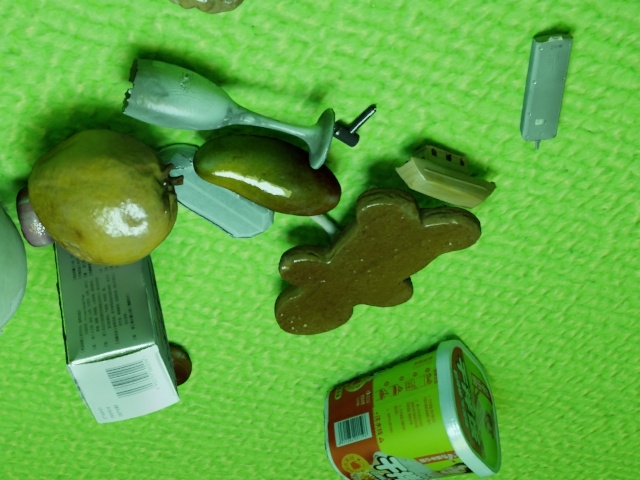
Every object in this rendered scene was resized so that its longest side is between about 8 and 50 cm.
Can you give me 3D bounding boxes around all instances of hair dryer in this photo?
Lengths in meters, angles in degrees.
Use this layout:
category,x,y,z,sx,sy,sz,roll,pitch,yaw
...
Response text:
category,x,y,z,sx,sy,sz,roll,pitch,yaw
hair dryer,0.059,-0.188,1.817,0.047,0.026,0.083,26,126,-37

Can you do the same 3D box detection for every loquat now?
category,x,y,z,sx,sy,sz,roll,pitch,yaw
loquat,-0.334,-0.063,1.748,0.238,0.193,0.238,7,132,8

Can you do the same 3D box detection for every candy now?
category,x,y,z,sx,sy,sz,roll,pitch,yaw
candy,-0.458,-0.040,1.832,0.043,0.103,0.103,-11,141,2

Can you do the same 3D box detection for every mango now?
category,x,y,z,sx,sy,sz,roll,pitch,yaw
mango,-0.076,-0.104,1.805,0.268,0.133,0.111,15,122,-29

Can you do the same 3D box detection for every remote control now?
category,x,y,z,sx,sy,sz,roll,pitch,yaw
remote control,-0.177,-0.077,1.884,0.104,0.052,0.247,-35,131,29

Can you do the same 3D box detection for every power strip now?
category,x,y,z,sx,sy,sz,roll,pitch,yaw
power strip,0.360,-0.237,1.813,0.060,0.027,0.252,-8,141,-4

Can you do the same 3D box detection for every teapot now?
category,x,y,z,sx,sy,sz,roll,pitch,yaw
teapot,-0.306,0.255,2.241,0.098,0.078,0.129,-14,141,5

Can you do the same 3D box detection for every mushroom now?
category,x,y,z,sx,sy,sz,roll,pitch,yaw
mushroom,0.000,-0.003,2.025,0.068,0.043,0.306,-2,146,21

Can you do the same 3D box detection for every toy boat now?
category,x,y,z,sx,sy,sz,roll,pitch,yaw
toy boat,0.215,-0.108,1.904,0.201,0.077,0.057,17,147,-33

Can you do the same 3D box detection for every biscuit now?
category,x,y,z,sx,sy,sz,roll,pitch,yaw
biscuit,0.062,0.041,2.020,0.283,0.064,0.432,15,139,-31

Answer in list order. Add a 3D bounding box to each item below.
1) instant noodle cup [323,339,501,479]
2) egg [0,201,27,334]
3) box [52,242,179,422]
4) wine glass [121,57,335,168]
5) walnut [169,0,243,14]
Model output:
category,x,y,z,sx,sy,sz,roll,pitch,yaw
instant noodle cup,0.185,0.382,2.375,0.308,0.293,0.294,-18,141,22
egg,-0.597,0.040,1.764,0.278,0.278,0.336,-21,163,14
box,-0.341,0.112,1.863,0.145,0.332,0.173,-14,139,-5
wine glass,-0.112,-0.269,1.676,0.310,0.096,0.264,14,104,-16
walnut,-0.146,-0.381,1.442,0.155,0.155,0.184,-1,138,-10
